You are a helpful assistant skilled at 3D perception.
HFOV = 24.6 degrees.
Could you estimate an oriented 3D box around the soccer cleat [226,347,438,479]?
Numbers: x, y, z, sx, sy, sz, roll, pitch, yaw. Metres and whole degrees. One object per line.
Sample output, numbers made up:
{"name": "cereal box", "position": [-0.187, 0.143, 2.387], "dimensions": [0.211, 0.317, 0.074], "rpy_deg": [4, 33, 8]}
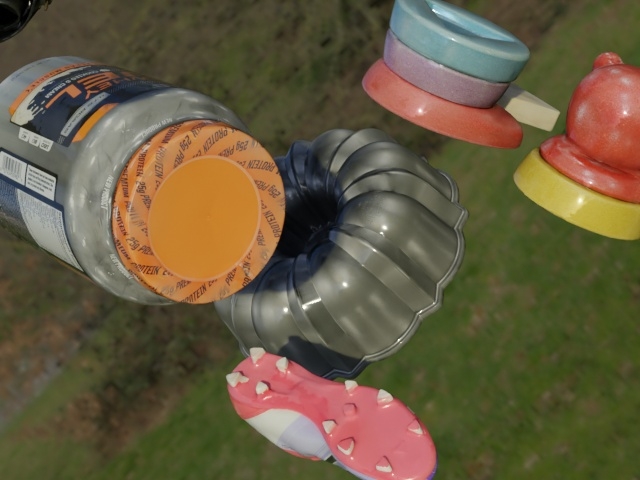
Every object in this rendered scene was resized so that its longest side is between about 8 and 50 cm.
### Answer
{"name": "soccer cleat", "position": [0.014, 0.175, 1.353], "dimensions": [0.248, 0.095, 0.083], "rpy_deg": [21, 58, 37]}

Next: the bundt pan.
{"name": "bundt pan", "position": [0.000, 0.000, 1.710], "dimensions": [0.331, 0.124, 0.331], "rpy_deg": [-24, 42, 25]}

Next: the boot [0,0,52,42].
{"name": "boot", "position": [-0.158, -0.190, 0.921], "dimensions": [0.198, 0.077, 0.137], "rpy_deg": [-28, 38, 11]}

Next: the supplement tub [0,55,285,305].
{"name": "supplement tub", "position": [-0.176, -0.055, 1.328], "dimensions": [0.193, 0.193, 0.316], "rpy_deg": [-49, 35, -14]}

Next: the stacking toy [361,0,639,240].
{"name": "stacking toy", "position": [0.216, -0.137, 1.329], "dimensions": [0.279, 0.309, 0.130], "rpy_deg": [-9, -53, -55]}
